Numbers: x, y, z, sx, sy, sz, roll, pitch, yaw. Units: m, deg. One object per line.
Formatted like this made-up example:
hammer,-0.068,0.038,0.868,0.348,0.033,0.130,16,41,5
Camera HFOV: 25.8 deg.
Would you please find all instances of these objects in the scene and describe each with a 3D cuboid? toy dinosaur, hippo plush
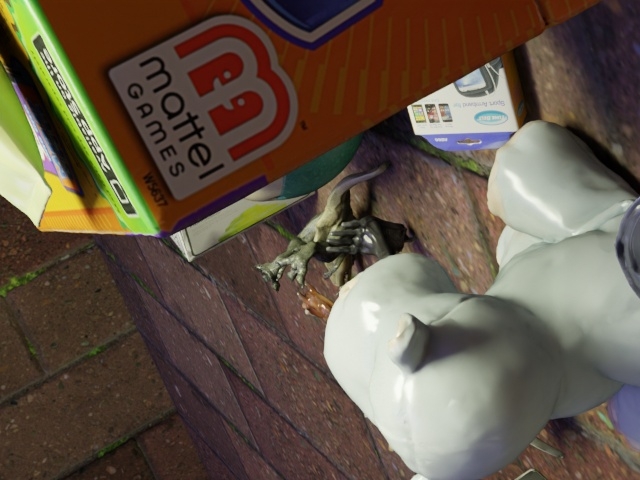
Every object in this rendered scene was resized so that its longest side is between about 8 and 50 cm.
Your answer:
toy dinosaur,0.000,0.000,1.402,0.064,0.118,0.268,47,163,11
hippo plush,0.139,0.087,0.903,0.294,0.236,0.234,38,153,54

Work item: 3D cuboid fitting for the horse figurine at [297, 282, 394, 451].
horse figurine,0.071,0.174,1.588,0.263,0.066,0.174,56,170,23

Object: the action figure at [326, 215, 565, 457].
action figure,0.100,0.102,1.241,0.275,0.141,0.164,47,148,43

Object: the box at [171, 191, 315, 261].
box,-0.153,-0.126,1.565,0.290,0.169,0.087,48,160,36

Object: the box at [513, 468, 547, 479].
box,0.275,0.372,1.314,0.270,0.060,0.216,40,154,50

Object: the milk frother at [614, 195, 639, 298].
milk frother,0.207,-0.053,0.635,0.129,0.135,0.143,-10,115,41

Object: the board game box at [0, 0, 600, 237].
board game box,-0.045,-0.239,0.680,0.356,0.356,0.356,63,164,-9

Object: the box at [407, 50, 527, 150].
box,0.094,-0.125,0.982,0.081,0.028,0.136,1,130,27

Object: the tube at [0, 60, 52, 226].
tube,-0.179,-0.111,0.566,0.240,0.062,0.070,56,-155,-3

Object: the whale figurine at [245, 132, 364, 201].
whale figurine,-0.035,-0.172,1.247,0.216,0.141,0.272,138,127,-77
